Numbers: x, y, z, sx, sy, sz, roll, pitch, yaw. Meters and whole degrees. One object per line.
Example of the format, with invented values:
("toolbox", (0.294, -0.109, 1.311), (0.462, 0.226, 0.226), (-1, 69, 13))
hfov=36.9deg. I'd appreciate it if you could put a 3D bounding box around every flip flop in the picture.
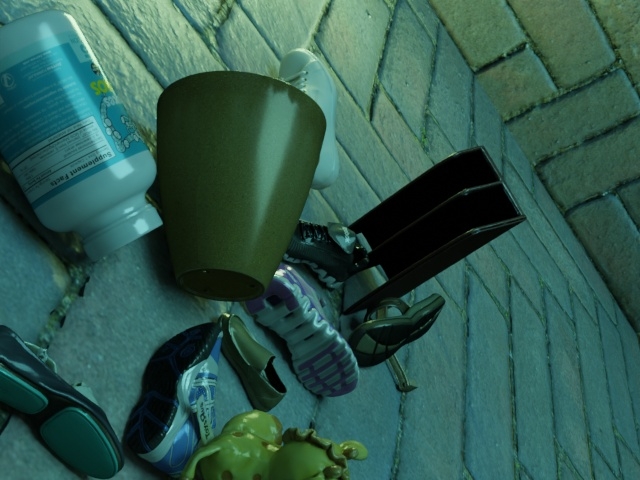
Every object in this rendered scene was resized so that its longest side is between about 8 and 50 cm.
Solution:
("flip flop", (0.124, 0.139, 1.669), (0.080, 0.112, 0.277), (43, 34, 19))

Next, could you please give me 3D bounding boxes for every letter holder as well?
("letter holder", (0.160, -0.014, 1.653), (0.214, 0.302, 0.152), (-16, 74, -54))

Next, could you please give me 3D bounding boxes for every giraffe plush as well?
("giraffe plush", (-0.040, 0.266, 1.080), (0.181, 0.170, 0.210), (-64, 148, -45))

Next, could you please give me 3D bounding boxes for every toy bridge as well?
("toy bridge", (0.129, 0.181, 1.745), (0.063, 0.026, 0.188), (26, 43, -52))

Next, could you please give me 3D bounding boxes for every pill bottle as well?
("pill bottle", (-0.281, -0.111, 1.074), (0.264, 0.146, 0.146), (62, 25, -6))

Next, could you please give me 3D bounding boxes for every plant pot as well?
("plant pot", (-0.118, -0.057, 1.284), (0.237, 0.237, 0.254), (35, 51, -47))

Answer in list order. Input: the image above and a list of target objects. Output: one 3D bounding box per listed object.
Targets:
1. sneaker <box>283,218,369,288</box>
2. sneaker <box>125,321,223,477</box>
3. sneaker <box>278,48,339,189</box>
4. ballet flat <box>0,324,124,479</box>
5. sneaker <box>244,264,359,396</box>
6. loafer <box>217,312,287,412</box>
("sneaker", (0.000, 0.000, 1.567), (0.234, 0.106, 0.078), (36, 36, -46))
("sneaker", (-0.160, 0.183, 1.126), (0.081, 0.080, 0.211), (57, 34, -30))
("sneaker", (-0.035, -0.242, 1.731), (0.123, 0.106, 0.290), (30, 42, -54))
("ballet flat", (-0.263, 0.154, 0.948), (0.203, 0.074, 0.074), (47, 29, -28))
("sneaker", (-0.018, 0.127, 1.437), (0.236, 0.095, 0.104), (55, 18, -18))
("loafer", (-0.090, 0.160, 1.303), (0.148, 0.050, 0.056), (62, 24, -6))
